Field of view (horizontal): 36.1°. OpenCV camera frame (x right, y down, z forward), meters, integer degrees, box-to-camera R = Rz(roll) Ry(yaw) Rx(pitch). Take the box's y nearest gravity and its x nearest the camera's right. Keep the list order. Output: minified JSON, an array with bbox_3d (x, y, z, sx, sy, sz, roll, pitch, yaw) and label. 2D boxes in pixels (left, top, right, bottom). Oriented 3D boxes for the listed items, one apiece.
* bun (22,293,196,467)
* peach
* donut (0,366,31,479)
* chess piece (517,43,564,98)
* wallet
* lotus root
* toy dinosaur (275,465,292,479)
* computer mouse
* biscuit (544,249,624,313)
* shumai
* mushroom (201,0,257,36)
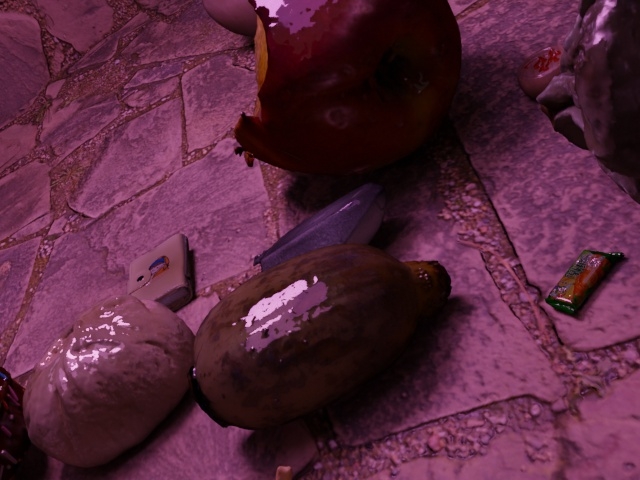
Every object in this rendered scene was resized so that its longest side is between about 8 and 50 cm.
[{"bbox_3d":[-0.277,0.168,1.274,0.244,0.153,0.243,-23,35,18],"label":"bun"},{"bbox_3d":[0.004,-0.260,1.412,0.417,0.353,0.339,19,104,50],"label":"peach"},{"bbox_3d":[-0.462,0.288,1.318,0.235,0.089,0.235,-43,24,25],"label":"donut"},{"bbox_3d":[0.306,-0.226,1.321,0.084,0.038,0.083,-25,31,17],"label":"chess piece"},{"bbox_3d":[-0.245,0.061,1.505,0.110,0.039,0.155,-29,30,8],"label":"wallet"},{"bbox_3d":[-0.004,0.095,1.080,0.309,0.173,0.173,-29,29,0],"label":"lotus root"},{"bbox_3d":[-0.054,0.317,0.872,0.194,0.152,0.177,-38,-12,-20],"label":"toy dinosaur"},{"bbox_3d":[0.005,0.004,1.286,0.229,0.068,0.113,-31,9,33],"label":"computer mouse"},{"bbox_3d":[0.265,0.039,0.998,0.089,0.016,0.046,-47,31,-19],"label":"biscuit"},{"bbox_3d":[0.327,-0.194,1.013,0.309,0.304,0.263,-40,17,-16],"label":"shumai"},{"bbox_3d":[-0.107,-0.604,2.061,0.362,0.294,0.362,-26,32,18],"label":"mushroom"}]
